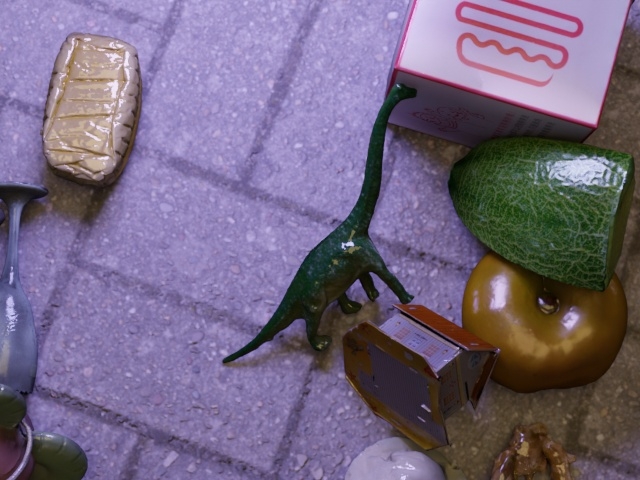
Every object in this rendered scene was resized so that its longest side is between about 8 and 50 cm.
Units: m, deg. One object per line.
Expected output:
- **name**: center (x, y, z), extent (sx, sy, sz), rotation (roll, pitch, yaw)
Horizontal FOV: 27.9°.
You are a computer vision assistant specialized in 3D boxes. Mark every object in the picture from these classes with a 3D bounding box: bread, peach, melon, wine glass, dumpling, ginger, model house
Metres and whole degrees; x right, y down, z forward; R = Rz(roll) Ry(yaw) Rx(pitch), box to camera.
- **bread**: center (-0.346, -0.196, 1.958), extent (0.140, 0.106, 0.236), rotation (10, 78, -1)
- **peach**: center (0.329, 0.105, 1.906), extent (0.251, 0.153, 0.251), rotation (1, 62, -2)
- **melon**: center (0.301, -0.060, 1.872), extent (0.323, 0.124, 0.196), rotation (19, 98, 38)
- **wine glass**: center (-0.380, 0.068, 1.877), extent (0.264, 0.096, 0.309), rotation (-4, 78, 18)
- **dumpling**: center (0.113, 0.349, 1.859), extent (0.111, 0.181, 0.155), rotation (-50, 46, 17)
- **ginger**: center (0.284, 0.355, 1.890), extent (0.193, 0.052, 0.176), rotation (6, 77, -19)
- **model house**: center (0.147, 0.170, 1.868), extent (0.136, 0.207, 0.219), rotation (-34, 42, -26)

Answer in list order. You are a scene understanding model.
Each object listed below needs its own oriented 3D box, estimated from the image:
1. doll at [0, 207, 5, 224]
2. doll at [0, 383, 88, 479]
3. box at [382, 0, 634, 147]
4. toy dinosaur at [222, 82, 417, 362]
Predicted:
- **doll**: center (-0.625, 0.059, 1.842), extent (0.382, 0.252, 0.378), rotation (-4, 103, 27)
- **doll**: center (-0.487, 0.310, 1.788), extent (0.268, 0.284, 0.216), rotation (-22, 45, 16)
- **box**: center (0.276, -0.306, 1.901), extent (0.312, 0.314, 0.300), rotation (16, 81, 1)
- **toy dinosaur**: center (0.000, 0.000, 1.857), extent (0.447, 0.087, 0.301), rotation (-30, 121, 3)
